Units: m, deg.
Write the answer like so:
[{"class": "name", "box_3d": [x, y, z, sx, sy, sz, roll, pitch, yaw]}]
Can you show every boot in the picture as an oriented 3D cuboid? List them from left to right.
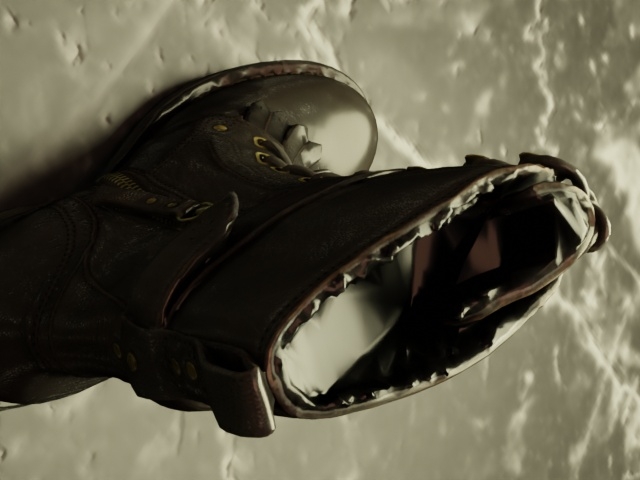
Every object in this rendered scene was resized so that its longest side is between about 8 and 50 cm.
[{"class": "boot", "box_3d": [0.000, 0.000, 0.583, 0.263, 0.229, 0.091, -35, 112, -41]}]
